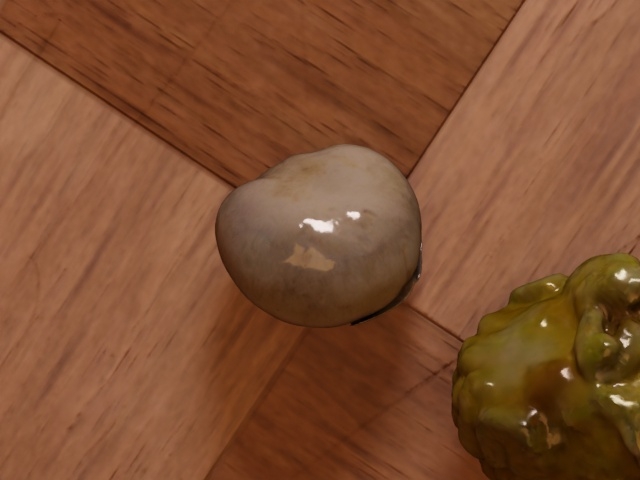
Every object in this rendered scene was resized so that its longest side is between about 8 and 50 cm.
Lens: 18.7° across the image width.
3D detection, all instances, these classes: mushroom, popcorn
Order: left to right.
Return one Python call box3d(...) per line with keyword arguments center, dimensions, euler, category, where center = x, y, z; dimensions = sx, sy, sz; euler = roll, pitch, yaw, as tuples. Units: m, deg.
box3d(center=(0.000, 0.000, 1.427), dimensions=(0.154, 0.122, 0.154), euler=(1, 55, -1), category="mushroom")
box3d(center=(0.215, 0.113, 1.400), dimensions=(0.200, 0.226, 0.203), euler=(52, 60, -34), category="popcorn")
